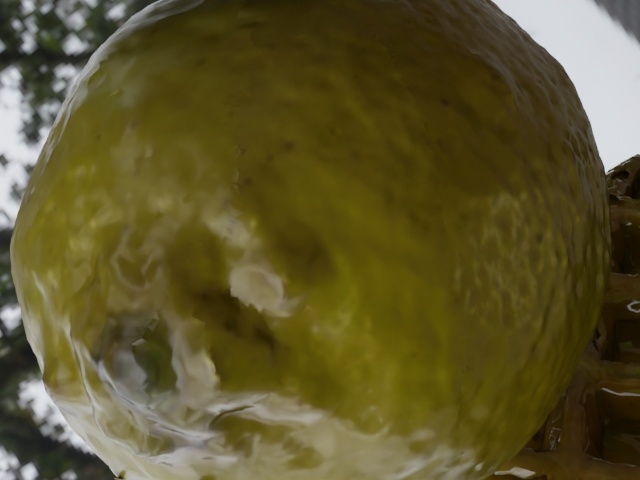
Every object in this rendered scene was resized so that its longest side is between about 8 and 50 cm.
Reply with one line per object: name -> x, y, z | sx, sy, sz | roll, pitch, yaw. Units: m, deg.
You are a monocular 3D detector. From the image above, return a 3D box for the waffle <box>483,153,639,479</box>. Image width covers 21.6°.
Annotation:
waffle -> 0.222, 0.072, 0.744 | 0.379, 0.382, 0.095 | 37, 142, 42

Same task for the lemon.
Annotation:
lemon -> 0.000, 0.000, 0.597 | 0.204, 0.204, 0.260 | 58, -148, -2
